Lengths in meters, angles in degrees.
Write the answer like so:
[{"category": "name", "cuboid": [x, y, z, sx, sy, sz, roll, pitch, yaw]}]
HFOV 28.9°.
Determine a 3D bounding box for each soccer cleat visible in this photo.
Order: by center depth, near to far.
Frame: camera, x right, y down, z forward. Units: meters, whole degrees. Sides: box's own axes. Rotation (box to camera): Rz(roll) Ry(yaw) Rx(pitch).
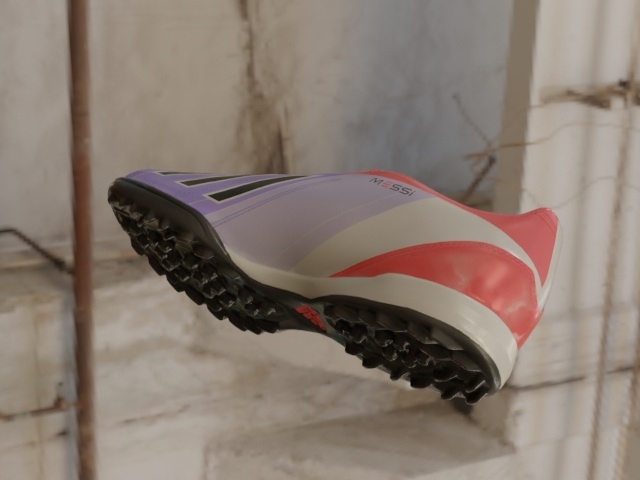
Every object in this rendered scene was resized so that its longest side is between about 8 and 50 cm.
[{"category": "soccer cleat", "cuboid": [0.000, 0.000, 0.787, 0.318, 0.116, 0.108, 17, -31, 36]}]
